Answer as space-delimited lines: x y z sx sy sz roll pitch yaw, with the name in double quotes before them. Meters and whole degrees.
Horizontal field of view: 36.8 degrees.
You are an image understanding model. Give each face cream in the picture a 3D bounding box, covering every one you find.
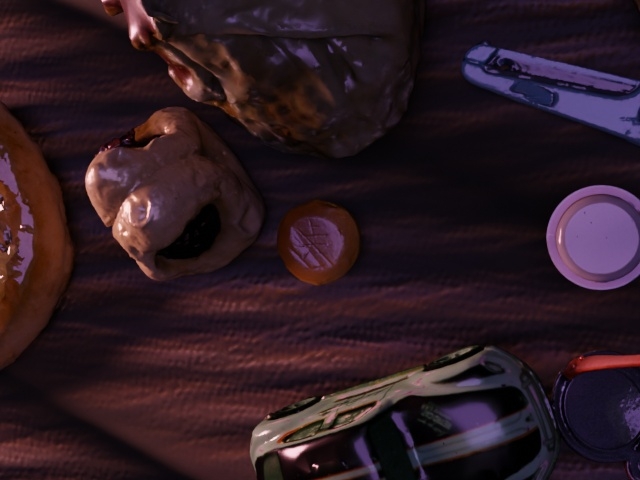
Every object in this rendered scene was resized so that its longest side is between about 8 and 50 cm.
"face cream" 0.247 -0.003 0.852 0.091 0.095 0.091 1 93 14

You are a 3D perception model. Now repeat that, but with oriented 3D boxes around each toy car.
"toy car" 0.059 0.199 0.877 0.306 0.125 0.136 -22 87 28

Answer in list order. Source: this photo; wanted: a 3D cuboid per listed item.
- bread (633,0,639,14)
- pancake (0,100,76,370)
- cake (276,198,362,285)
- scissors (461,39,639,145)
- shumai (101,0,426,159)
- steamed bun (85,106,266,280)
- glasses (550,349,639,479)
"bread" 0.368 -0.291 0.736 0.279 0.207 0.279 -21 84 7
"pancake" -0.453 -0.007 1.039 0.387 0.082 0.387 2 96 15
"cake" 0.000 0.000 0.943 0.084 0.044 0.084 1 94 15
"scissors" 0.315 -0.114 0.862 0.393 0.032 0.180 19 96 13
"shumai" -0.061 -0.227 0.822 0.292 0.288 0.330 -24 85 13
"steamed bun" -0.155 -0.043 0.923 0.141 0.155 0.172 -38 84 12
"glasses" 0.297 0.180 0.765 0.118 0.268 0.234 -40 80 -6
